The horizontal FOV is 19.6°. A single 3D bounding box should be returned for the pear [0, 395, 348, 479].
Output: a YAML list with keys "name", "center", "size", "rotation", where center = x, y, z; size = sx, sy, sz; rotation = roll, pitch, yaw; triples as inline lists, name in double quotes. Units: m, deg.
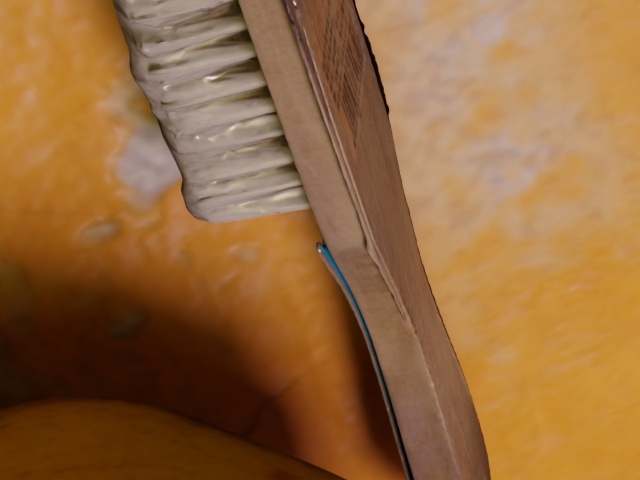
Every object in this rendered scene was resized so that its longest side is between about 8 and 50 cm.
- name: "pear"
  center: [-0.090, 0.205, 0.584]
  size: [0.336, 0.285, 0.285]
  rotation: [-42, 134, -22]

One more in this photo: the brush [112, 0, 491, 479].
- name: "brush"
  center: [0.000, 0.000, 0.609]
  size: [0.065, 0.070, 0.327]
  rotation: [-9, 133, 14]
